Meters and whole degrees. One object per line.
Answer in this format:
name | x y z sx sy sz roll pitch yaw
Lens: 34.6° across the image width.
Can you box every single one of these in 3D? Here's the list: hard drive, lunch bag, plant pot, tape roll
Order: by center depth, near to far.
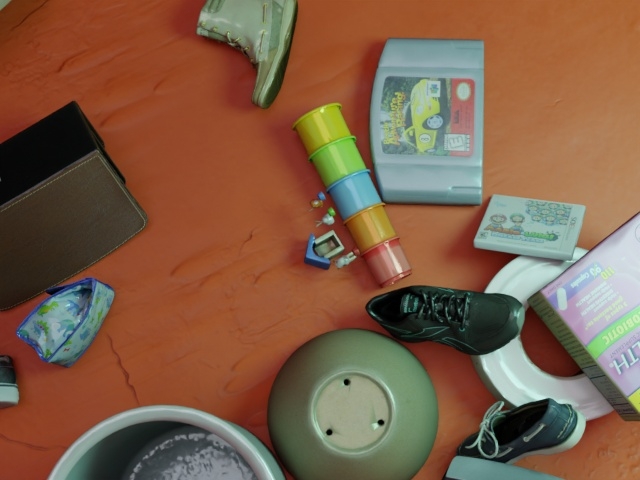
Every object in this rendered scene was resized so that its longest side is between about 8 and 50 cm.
hard drive | 0.306 0.406 1.592 0.255 0.172 0.054 14 56 4
plant pot | 0.051 0.270 1.610 0.284 0.191 0.284 0 79 1
tape roll | 0.384 0.154 1.666 0.286 0.100 0.286 0 80 2
lunch bag | -0.407 0.125 1.683 0.096 0.129 0.151 43 84 8

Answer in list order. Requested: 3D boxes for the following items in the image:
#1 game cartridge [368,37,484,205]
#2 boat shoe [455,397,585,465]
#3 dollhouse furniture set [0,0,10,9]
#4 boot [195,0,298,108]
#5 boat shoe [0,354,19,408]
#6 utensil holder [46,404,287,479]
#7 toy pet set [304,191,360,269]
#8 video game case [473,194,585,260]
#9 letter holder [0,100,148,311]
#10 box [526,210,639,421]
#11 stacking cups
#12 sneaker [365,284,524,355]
game cartridge | 0.181 -0.206 1.764 0.196 0.060 0.294 1 79 6
boat shoe | 0.288 0.297 1.574 0.079 0.254 0.095 36 57 -17
dollhouse furniture set | -0.703 -0.510 1.707 0.256 0.362 0.394 -46 111 -8
boot | -0.137 -0.338 1.786 0.165 0.077 0.213 12 75 3
boat shoe | -0.605 0.209 1.607 0.108 0.301 0.102 -21 70 35
utensil holder | -0.200 0.409 1.493 0.328 0.385 0.327 0 79 2
toy pet set | 0.000 0.000 1.700 0.065 0.114 0.122 -29 79 -13
video game case | 0.342 -0.023 1.678 0.157 0.019 0.143 8 38 19
letter holder | -0.472 -0.049 1.722 0.302 0.214 0.152 -31 48 -3
box | 0.479 0.114 1.560 0.214 0.117 0.243 -37 81 -5
stacking cups | 0.055 -0.070 1.732 0.096 0.096 0.316 -23 84 -2
sneaker | 0.189 0.121 1.608 0.267 0.106 0.101 -6 67 40
